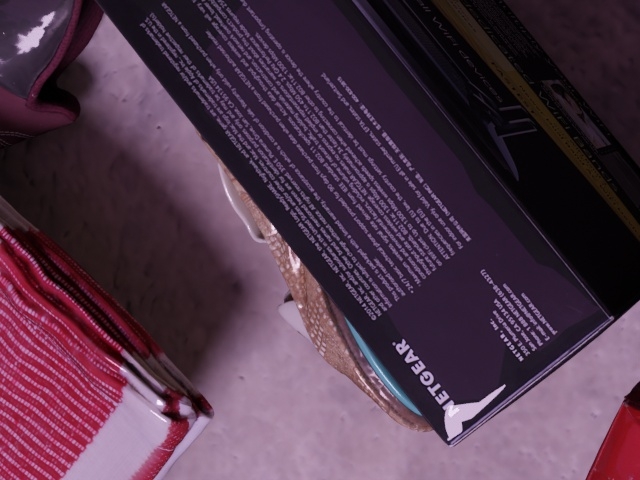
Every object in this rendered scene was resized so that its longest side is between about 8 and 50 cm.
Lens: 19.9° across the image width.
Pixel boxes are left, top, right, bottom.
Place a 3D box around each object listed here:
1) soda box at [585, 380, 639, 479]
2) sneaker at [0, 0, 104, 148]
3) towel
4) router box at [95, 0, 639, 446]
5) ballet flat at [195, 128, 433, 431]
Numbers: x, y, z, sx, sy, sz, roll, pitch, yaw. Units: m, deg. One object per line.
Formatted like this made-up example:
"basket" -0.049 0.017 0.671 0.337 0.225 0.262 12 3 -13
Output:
"soda box" 0.157 0.092 0.710 0.083 0.263 0.092 26 104 13
"sneaker" -0.183 -0.174 0.894 0.162 0.106 0.281 -12 103 15
"towel" -0.226 0.038 0.904 0.329 0.037 0.237 43 131 5
"router box" 0.016 -0.081 0.751 0.081 0.243 0.309 -41 82 18
"ballet flat" 0.000 0.000 0.869 0.067 0.073 0.206 -29 83 47
